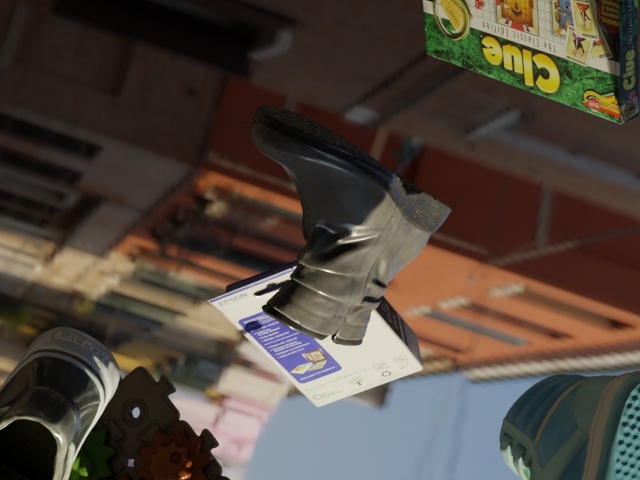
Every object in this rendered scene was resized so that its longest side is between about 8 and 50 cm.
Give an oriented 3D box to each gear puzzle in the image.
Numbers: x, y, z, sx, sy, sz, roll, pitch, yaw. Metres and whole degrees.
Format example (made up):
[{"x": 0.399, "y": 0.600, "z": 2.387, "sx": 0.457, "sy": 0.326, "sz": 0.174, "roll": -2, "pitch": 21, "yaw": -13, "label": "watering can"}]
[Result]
[{"x": -0.216, "y": 0.235, "z": 1.819, "sx": 0.175, "sy": 0.339, "sz": 0.044, "roll": -42, "pitch": 162, "yaw": 6, "label": "gear puzzle"}]

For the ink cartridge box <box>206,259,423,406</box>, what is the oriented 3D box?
[{"x": -0.004, "y": 0.100, "z": 2.118, "sx": 0.333, "sy": 0.165, "sz": 0.065, "roll": 50, "pitch": 24, "yaw": -53, "label": "ink cartridge box"}]

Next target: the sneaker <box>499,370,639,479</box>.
[{"x": 0.260, "y": 0.288, "z": 1.777, "sx": 0.208, "sy": 0.127, "sz": 0.319, "roll": 4, "pitch": -111, "yaw": 59, "label": "sneaker"}]

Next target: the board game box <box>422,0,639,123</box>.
[{"x": 0.191, "y": -0.207, "z": 1.550, "sx": 0.259, "sy": 0.030, "sz": 0.136, "roll": 26, "pitch": -44, "yaw": 45, "label": "board game box"}]

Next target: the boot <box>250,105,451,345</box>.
[{"x": 0.000, "y": 0.000, "z": 1.863, "sx": 0.118, "sy": 0.338, "sz": 0.223, "roll": 37, "pitch": -85, "yaw": 44, "label": "boot"}]

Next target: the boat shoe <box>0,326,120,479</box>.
[{"x": -0.284, "y": 0.207, "z": 1.437, "sx": 0.335, "sy": 0.121, "sz": 0.119, "roll": -59, "pitch": 179, "yaw": 40, "label": "boat shoe"}]
